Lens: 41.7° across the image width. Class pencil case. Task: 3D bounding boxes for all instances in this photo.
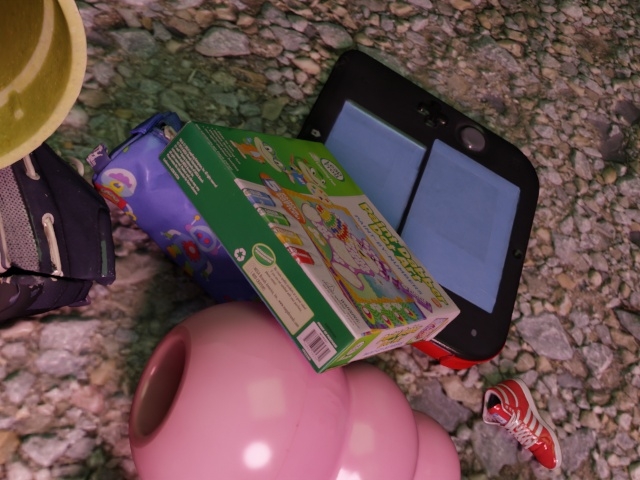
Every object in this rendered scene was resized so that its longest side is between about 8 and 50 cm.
[{"bbox_3d":[-0.097,-0.008,0.882,0.306,0.133,0.119,43,55,-4],"label":"pencil case"}]

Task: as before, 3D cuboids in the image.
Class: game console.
[{"bbox_3d":[0.119,-0.052,1.094,0.342,0.060,0.387,33,50,-11],"label":"game console"}]

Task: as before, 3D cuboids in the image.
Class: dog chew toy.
[{"bbox_3d":[-0.005,0.189,0.785,0.331,0.206,0.207,26,51,-25],"label":"dog chew toy"}]

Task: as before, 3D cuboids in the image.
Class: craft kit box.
[{"bbox_3d":[0.000,0.000,0.808,0.250,0.061,0.246,52,20,17],"label":"craft kit box"}]

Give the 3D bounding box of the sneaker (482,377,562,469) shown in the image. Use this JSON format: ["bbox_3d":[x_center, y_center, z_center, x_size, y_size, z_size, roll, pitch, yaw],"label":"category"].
[{"bbox_3d":[0.239,0.225,1.009,0.067,0.042,0.119,-5,58,-38],"label":"sneaker"}]

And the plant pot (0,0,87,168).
[{"bbox_3d":[-0.339,-0.223,0.657,0.276,0.276,0.254,4,48,-30],"label":"plant pot"}]

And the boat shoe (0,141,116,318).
[{"bbox_3d":[-0.310,-0.076,0.819,0.158,0.127,0.341,6,58,-48],"label":"boat shoe"}]
